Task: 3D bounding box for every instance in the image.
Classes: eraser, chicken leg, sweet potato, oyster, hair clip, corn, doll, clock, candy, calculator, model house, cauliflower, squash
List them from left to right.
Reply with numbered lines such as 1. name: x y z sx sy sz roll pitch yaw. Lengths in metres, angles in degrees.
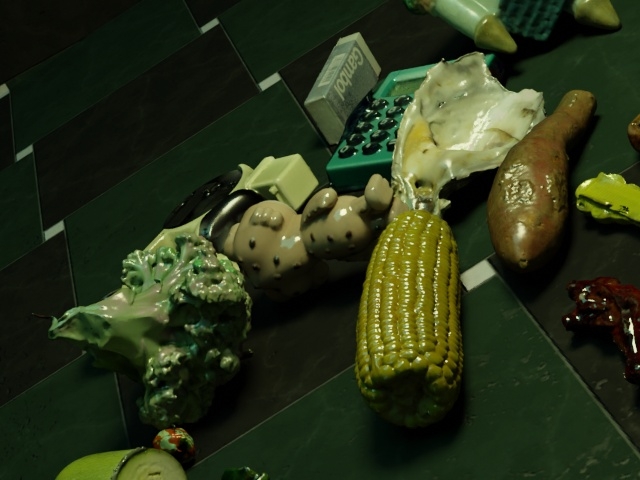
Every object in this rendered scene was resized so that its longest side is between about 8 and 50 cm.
1. squash: -0.266 0.321 1.749 0.186 0.123 0.123 -13 33 40
2. candy: -0.236 0.289 1.850 0.184 0.055 0.049 -26 24 35
3. cauliflower: -0.223 0.117 1.859 0.239 0.315 0.257 17 99 49
4. clock: -0.183 0.017 2.154 0.276 0.120 0.379 -13 33 44
5. doll: -0.001 -0.002 1.941 0.278 0.154 0.119 -15 34 30
6. eraser: 0.041 -0.260 2.382 0.046 0.092 0.212 -16 32 32
7. calculator: 0.141 -0.188 2.198 0.248 0.058 0.274 -6 39 43
8. corn: 0.111 0.087 1.713 0.131 0.131 0.344 -23 27 20
9. oyster: 0.203 -0.137 1.996 0.271 0.100 0.275 -27 45 3
10. model house: 0.333 -0.387 2.229 0.267 0.194 0.325 -20 50 -42
11. sweet potato: 0.284 -0.086 1.835 0.109 0.109 0.385 -16 31 31
12. chicken leg: 0.329 0.092 1.552 0.089 0.048 0.219 -38 27 -1
13. hair clip: 0.378 -0.045 1.722 0.072 0.046 0.173 -39 29 -17

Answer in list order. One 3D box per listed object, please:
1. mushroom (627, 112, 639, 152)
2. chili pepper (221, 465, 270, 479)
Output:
1. mushroom: 0.453 -0.148 1.803 0.123 0.052 0.123 -24 22 10
2. chili pepper: -0.158 0.356 1.617 0.253 0.083 0.099 -39 18 -19
